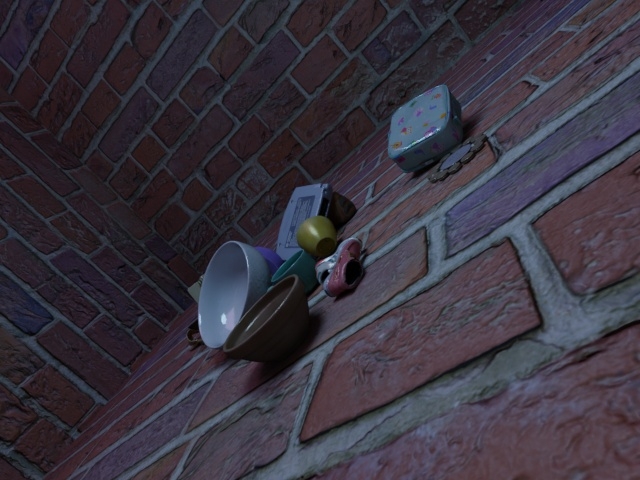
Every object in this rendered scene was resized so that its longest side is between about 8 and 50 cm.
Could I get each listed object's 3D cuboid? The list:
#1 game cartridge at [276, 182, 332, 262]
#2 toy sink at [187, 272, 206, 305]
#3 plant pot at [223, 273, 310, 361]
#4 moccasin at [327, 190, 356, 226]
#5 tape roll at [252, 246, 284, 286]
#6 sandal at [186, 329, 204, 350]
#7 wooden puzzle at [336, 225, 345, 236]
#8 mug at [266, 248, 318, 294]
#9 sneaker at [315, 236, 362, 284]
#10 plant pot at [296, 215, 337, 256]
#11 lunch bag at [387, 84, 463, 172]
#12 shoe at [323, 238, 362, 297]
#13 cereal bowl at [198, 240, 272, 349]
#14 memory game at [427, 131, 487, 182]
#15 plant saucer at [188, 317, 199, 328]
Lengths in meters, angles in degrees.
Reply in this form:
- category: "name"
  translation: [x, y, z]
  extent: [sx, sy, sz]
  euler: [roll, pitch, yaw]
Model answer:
- category: "game cartridge"
  translation: [-0.066, -0.059, 1.552]
  extent: [0.198, 0.062, 0.297]
  euler: [-3, 67, 51]
- category: "toy sink"
  translation: [-0.507, 0.216, 2.087]
  extent: [0.234, 0.152, 0.131]
  euler: [-39, 0, -28]
- category: "plant pot"
  translation: [-0.102, 0.198, 0.984]
  extent: [0.237, 0.110, 0.237]
  euler: [-42, 12, 11]
- category: "moccasin"
  translation: [-0.024, -0.085, 1.689]
  extent: [0.139, 0.147, 0.380]
  euler: [-50, 12, -31]
- category: "tape roll"
  translation: [-0.220, 0.122, 1.505]
  extent: [0.189, 0.189, 0.080]
  euler: [-41, 11, 18]
- category: "sandal"
  translation: [-0.550, 0.420, 1.886]
  extent: [0.240, 0.079, 0.088]
  euler: [-31, 16, 50]
- category: "wooden puzzle"
  translation: [0.066, -0.027, 1.511]
  extent: [0.049, 0.006, 0.083]
  euler: [-38, 12, 28]
- category: "mug"
  translation: [-0.071, 0.112, 1.234]
  extent: [0.158, 0.097, 0.129]
  euler: [-41, 11, 18]
- category: "sneaker"
  translation: [0.051, 0.060, 1.130]
  extent: [0.161, 0.057, 0.075]
  euler: [-38, 29, 22]
- category: "plant pot"
  translation: [0.000, 0.000, 1.379]
  extent: [0.134, 0.134, 0.095]
  euler: [-43, 34, 4]
- category: "lunch bag"
  translation: [0.328, -0.344, 1.319]
  extent: [0.224, 0.108, 0.279]
  euler: [-22, 40, 34]
- category: "shoe"
  translation: [0.074, 0.056, 1.019]
  extent: [0.081, 0.063, 0.178]
  euler: [-30, 23, 48]
- category: "cereal bowl"
  translation: [-0.252, 0.176, 1.342]
  extent: [0.339, 0.141, 0.338]
  euler: [-23, 60, 47]
- category: "memory game"
  translation: [0.361, -0.219, 1.132]
  extent: [0.186, 0.012, 0.186]
  euler: [-42, 10, 9]
- category: "plant saucer"
  translation: [-0.469, 0.314, 1.968]
  extent: [0.311, 0.050, 0.310]
  euler: [-41, 1, 1]
